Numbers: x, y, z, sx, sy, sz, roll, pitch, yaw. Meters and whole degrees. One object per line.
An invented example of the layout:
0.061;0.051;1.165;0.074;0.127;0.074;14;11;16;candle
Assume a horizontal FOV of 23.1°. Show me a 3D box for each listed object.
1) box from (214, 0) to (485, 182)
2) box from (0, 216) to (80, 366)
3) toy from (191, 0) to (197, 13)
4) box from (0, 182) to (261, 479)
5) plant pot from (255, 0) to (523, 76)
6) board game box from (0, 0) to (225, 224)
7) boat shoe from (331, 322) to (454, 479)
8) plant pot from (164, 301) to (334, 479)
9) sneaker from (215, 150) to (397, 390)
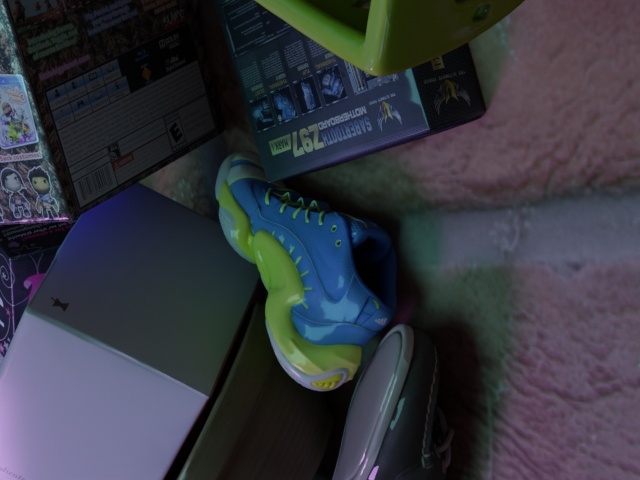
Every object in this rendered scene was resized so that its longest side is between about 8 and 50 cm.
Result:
0.012;-0.153;1.189;0.233;0.059;0.183;-15;91;58;box
-0.279;0.073;1.652;0.142;0.163;0.247;39;135;45;box
-0.201;-0.247;1.484;0.237;0.056;0.137;45;140;38;toy
-0.206;0.148;1.424;0.168;0.215;0.345;26;127;-4;box
0.058;-0.255;0.928;0.227;0.207;0.228;40;135;41;plant pot
-0.232;-0.187;1.330;0.141;0.232;0.291;-3;110;33;board game box
0.060;0.200;1.273;0.112;0.095;0.335;-87;12;-51;boat shoe
-0.062;0.181;1.367;0.110;0.237;0.237;28;141;-4;plant pot
0.000;0.000;1.281;0.126;0.091;0.240;-40;56;25;sneaker
